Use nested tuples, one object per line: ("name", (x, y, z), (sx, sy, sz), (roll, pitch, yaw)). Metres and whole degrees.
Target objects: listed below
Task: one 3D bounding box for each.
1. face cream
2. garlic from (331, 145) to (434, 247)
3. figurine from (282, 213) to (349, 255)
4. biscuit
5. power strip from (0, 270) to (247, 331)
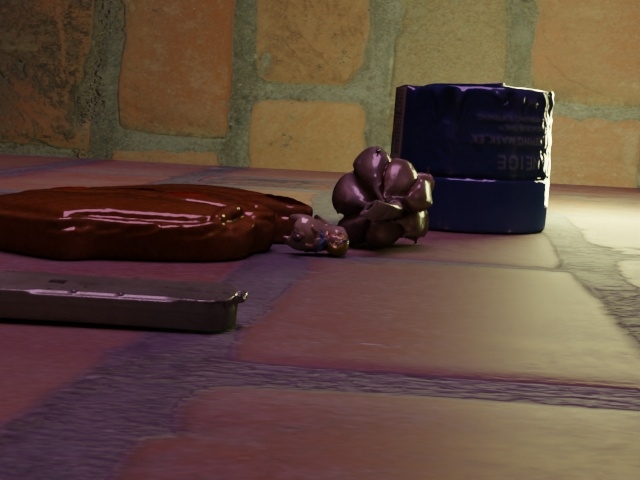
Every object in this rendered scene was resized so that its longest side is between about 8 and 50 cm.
("face cream", (0.229, -0.132, 1.948), (0.249, 0.225, 0.249), (1, 6, 0))
("garlic", (0.070, -0.042, 1.574), (0.127, 0.131, 0.194), (22, 17, 9))
("figurine", (0.000, 0.000, 1.476), (0.083, 0.047, 0.050), (8, 19, -22))
("biscuit", (-0.219, -0.028, 1.532), (0.350, 0.078, 0.455), (1, 5, 18))
("power strip", (-0.171, 0.047, 0.982), (0.227, 0.029, 0.080), (4, 8, 2))
